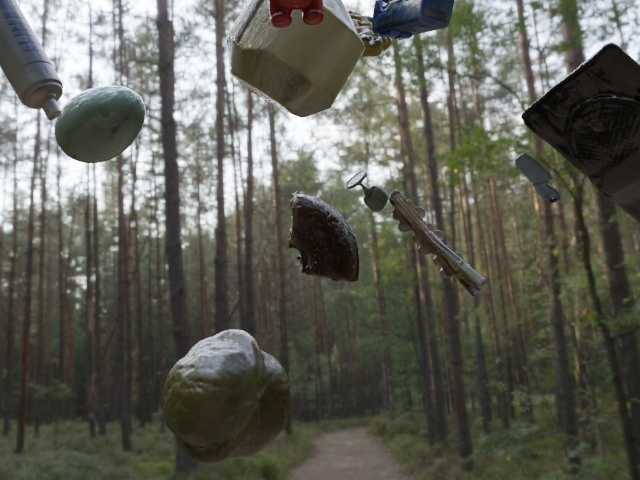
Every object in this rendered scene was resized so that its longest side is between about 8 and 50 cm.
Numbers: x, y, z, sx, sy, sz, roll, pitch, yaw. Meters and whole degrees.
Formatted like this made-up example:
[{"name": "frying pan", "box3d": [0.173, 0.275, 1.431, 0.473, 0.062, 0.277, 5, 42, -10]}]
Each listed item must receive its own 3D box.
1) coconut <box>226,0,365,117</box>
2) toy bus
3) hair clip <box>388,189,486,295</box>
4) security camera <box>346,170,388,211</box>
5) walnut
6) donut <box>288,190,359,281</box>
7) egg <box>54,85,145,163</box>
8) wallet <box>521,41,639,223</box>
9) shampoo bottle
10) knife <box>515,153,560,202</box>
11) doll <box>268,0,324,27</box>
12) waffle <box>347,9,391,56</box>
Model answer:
[{"name": "coconut", "box3d": [-0.049, -0.452, 1.570, 0.322, 0.323, 0.323, -4, -14, -1]}, {"name": "toy bus", "box3d": [0.172, -0.447, 1.324, 0.079, 0.094, 0.236, 14, 5, -21]}, {"name": "hair clip", "box3d": [0.185, 0.006, 1.112, 0.062, 0.214, 0.056, -37, -14, -27]}, {"name": "security camera", "box3d": [0.104, -0.102, 1.470, 0.058, 0.058, 0.092, -18, -59, 46]}, {"name": "walnut", "box3d": [-0.190, 0.303, 1.328, 0.227, 0.283, 0.283, 25, -28, -31]}, {"name": "donut", "box3d": [0.003, -0.010, 1.351, 0.144, 0.187, 0.126, -1, -1, 5]}, {"name": "egg", "box3d": [-0.569, -0.303, 1.769, 0.264, 0.183, 0.183, -23, -20, 21]}, {"name": "wallet", "box3d": [0.434, -0.103, 0.899, 0.323, 0.041, 0.247, 40, -14, 1]}, {"name": "shampoo bottle", "box3d": [-0.592, -0.366, 1.345, 0.092, 0.303, 0.092, -31, -10, -6]}, {"name": "knife", "box3d": [0.416, -0.113, 1.287, 0.044, 0.019, 0.313, -12, -17, 28]}, {"name": "doll", "box3d": [-0.051, -0.480, 1.128, 0.142, 0.245, 0.076, -7, -1, -2]}, {"name": "waffle", "box3d": [0.007, -0.600, 1.902, 0.379, 0.095, 0.382, 26, 27, 14]}]
